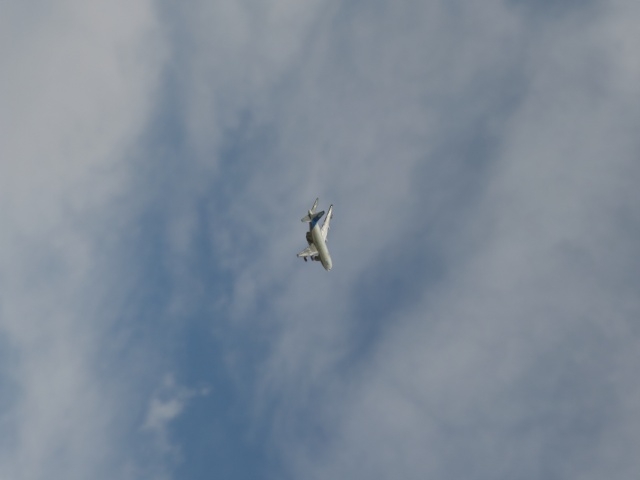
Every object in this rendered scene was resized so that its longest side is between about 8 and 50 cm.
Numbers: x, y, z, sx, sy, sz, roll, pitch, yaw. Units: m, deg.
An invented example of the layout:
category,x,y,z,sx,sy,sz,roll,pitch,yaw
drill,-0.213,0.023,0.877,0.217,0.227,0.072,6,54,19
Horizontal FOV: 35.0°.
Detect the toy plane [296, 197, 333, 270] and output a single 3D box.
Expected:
category,x,y,z,sx,sy,sz,roll,pitch,yaw
toy plane,-0.002,-0.001,1.013,0.024,0.084,0.078,15,-132,23
